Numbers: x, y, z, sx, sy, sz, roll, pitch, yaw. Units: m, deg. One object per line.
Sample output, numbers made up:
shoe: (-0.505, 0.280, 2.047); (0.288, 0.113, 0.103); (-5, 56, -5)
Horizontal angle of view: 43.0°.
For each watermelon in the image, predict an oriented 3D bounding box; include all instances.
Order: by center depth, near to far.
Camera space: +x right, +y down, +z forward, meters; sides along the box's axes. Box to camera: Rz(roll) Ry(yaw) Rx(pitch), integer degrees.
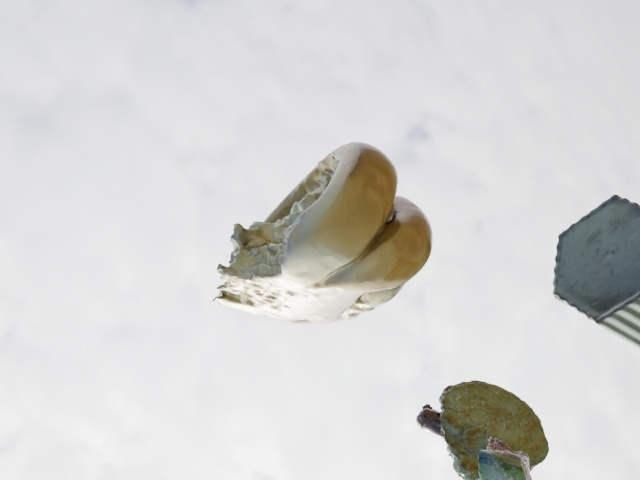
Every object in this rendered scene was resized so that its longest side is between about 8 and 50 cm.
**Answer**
watermelon: (0.349, 0.440, 1.518); (0.158, 0.097, 0.121); (11, -102, -75)

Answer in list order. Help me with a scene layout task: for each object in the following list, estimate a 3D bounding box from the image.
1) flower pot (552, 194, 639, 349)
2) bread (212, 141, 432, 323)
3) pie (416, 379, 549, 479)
flower pot: (0.538, 0.062, 1.390); (0.189, 0.209, 0.239); (26, -171, -33)
bread: (-0.002, 0.025, 1.317); (0.329, 0.424, 0.245); (-39, -87, -30)
pie: (0.390, 0.441, 1.907); (0.257, 0.106, 0.274); (-21, -134, -22)
